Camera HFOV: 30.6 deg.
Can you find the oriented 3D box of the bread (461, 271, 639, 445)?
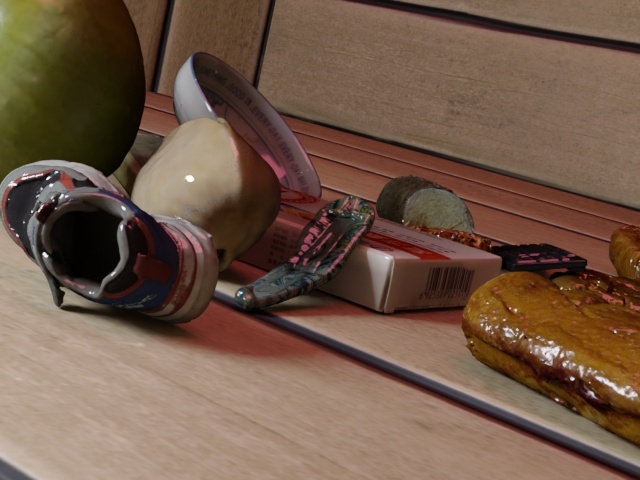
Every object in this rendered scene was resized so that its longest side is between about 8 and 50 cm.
[{"bbox_3d":[0.236,0.106,0.922,0.124,0.084,0.344,-18,23,-26],"label":"bread"}]

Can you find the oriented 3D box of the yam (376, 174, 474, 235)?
[{"bbox_3d":[0.137,-0.037,1.630,0.107,0.107,0.183,10,7,-16],"label":"yam"}]

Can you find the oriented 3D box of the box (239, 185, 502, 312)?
[{"bbox_3d":[0.000,0.000,1.324,0.353,0.069,0.214,17,10,38],"label":"box"}]

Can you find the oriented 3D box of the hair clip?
[{"bbox_3d":[-0.015,0.017,1.123,0.066,0.036,0.229,17,33,24],"label":"hair clip"}]

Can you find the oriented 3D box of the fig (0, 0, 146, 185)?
[{"bbox_3d":[-0.325,-0.171,1.280,0.316,0.316,0.316,12,9,-2],"label":"fig"}]

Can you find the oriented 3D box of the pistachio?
[{"bbox_3d":[-0.118,-0.043,1.172,0.126,0.152,0.223,4,-7,-28],"label":"pistachio"}]

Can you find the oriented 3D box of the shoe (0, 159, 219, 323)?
[{"bbox_3d":[-0.195,0.000,0.925,0.227,0.099,0.125,22,10,28],"label":"shoe"}]

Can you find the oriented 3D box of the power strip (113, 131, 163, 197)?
[{"bbox_3d":[-0.239,-0.098,1.615,0.092,0.066,0.387,8,12,-19],"label":"power strip"}]

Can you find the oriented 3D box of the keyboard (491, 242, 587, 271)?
[{"bbox_3d":[0.286,0.022,1.564,0.100,0.018,0.310,-2,3,3],"label":"keyboard"}]

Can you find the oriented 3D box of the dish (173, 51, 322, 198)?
[{"bbox_3d":[-0.134,-0.124,1.681,0.273,0.134,0.273,46,16,-17],"label":"dish"}]

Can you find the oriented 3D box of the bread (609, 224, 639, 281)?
[{"bbox_3d":[0.479,0.035,1.708,0.104,0.076,0.233,0,16,-1],"label":"bread"}]

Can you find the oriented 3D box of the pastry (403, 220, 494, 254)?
[{"bbox_3d":[0.154,0.011,1.454,0.169,0.063,0.087,2,11,-44],"label":"pastry"}]

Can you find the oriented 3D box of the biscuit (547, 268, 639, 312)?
[{"bbox_3d":[0.387,0.077,1.437,0.225,0.042,0.226,13,9,-2],"label":"biscuit"}]
